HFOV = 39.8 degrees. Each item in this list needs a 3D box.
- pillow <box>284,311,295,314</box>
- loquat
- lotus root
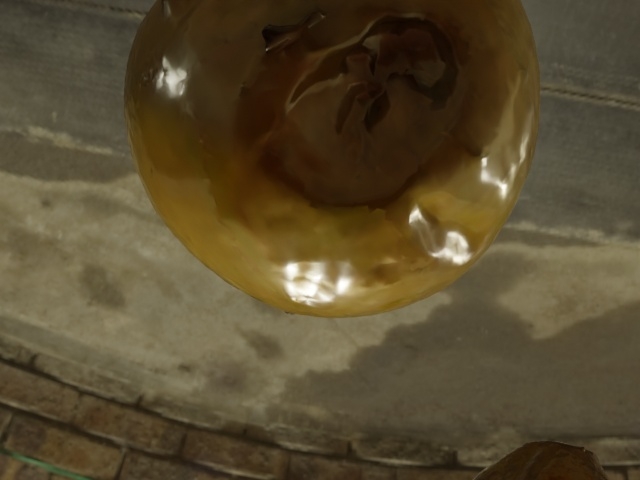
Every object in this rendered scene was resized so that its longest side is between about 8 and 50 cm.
[{"bbox_3d":[0.000,0.000,0.788,0.049,0.135,0.248,18,179,10],"label":"pillow"},{"bbox_3d":[0.006,-0.073,0.498,0.244,0.243,0.243,5,138,5],"label":"loquat"},{"bbox_3d":[0.232,0.310,0.947,0.188,0.180,0.199,31,152,-24],"label":"lotus root"}]
